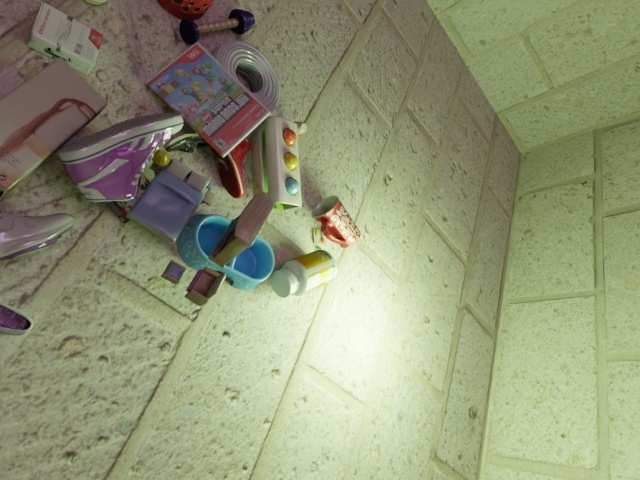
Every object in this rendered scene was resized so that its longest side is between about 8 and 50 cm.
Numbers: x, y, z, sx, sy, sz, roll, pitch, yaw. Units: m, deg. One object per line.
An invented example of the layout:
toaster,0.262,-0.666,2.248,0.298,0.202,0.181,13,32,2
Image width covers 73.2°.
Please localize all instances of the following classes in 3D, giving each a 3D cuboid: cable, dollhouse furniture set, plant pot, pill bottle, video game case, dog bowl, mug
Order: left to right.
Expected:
dollhouse furniture set,-0.316,-0.055,1.017,0.303,0.198,0.286,35,57,-16
plant pot,-0.383,-0.778,1.259,0.191,0.174,0.190,12,72,-40
video game case,-0.314,-0.402,1.229,0.285,0.025,0.204,43,70,-7
dog bowl,-0.255,0.029,1.228,0.297,0.074,0.165,32,58,-35
cable,-0.246,-0.506,1.373,0.257,0.089,0.257,-32,102,-44
pill bottle,-0.053,0.108,1.371,0.209,0.118,0.117,-21,93,-46
mug,0.052,-0.049,1.534,0.150,0.113,0.169,-52,120,-23

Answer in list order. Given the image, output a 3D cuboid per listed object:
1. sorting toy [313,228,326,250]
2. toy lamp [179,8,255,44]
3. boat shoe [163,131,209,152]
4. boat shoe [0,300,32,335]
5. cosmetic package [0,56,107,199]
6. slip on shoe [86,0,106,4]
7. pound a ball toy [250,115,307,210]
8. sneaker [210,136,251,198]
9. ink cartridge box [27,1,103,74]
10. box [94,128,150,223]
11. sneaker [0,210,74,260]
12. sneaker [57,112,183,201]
sorting toy,0.000,0.000,1.527,0.062,0.012,0.083,8,73,-43
toy lamp,-0.314,-0.681,1.364,0.275,0.080,0.080,-42,108,-43
boat shoe,-0.367,-0.272,1.214,0.152,0.056,0.049,-35,99,-44
boat shoe,-0.647,0.134,0.823,0.184,0.063,0.066,42,53,-29
cosmetic package,-0.612,-0.226,0.897,0.129,0.153,0.296,47,52,-28
slip on shoe,-0.586,-0.782,1.112,0.123,0.101,0.330,1,77,-42
pound a ball toy,-0.105,-0.261,1.395,0.208,0.136,0.318,5,80,-51
sneaker,-0.244,-0.242,1.306,0.128,0.087,0.221,-21,95,-44
ink cartridge box,-0.610,-0.481,1.034,0.135,0.056,0.099,22,64,-39
box,-0.506,-0.156,1.060,0.207,0.036,0.114,53,48,-20
sneaker,-0.645,-0.027,0.831,0.305,0.114,0.152,-23,97,-45
sneaker,-0.428,-0.186,0.993,0.282,0.102,0.160,-35,128,-30
